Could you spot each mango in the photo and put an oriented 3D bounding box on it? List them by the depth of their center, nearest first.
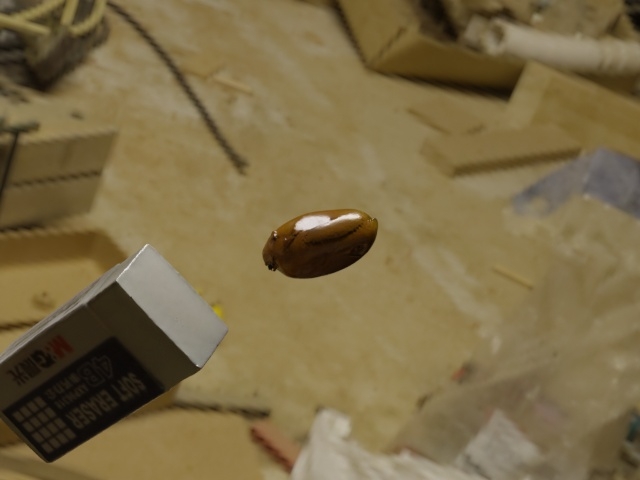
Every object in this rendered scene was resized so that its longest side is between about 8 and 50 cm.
[{"bbox_3d":[0.000,0.000,1.622,0.127,0.063,0.077,-16,33,0],"label":"mango"}]

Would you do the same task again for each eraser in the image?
[{"bbox_3d":[-0.226,0.120,1.573,0.124,0.279,0.081,48,41,-10],"label":"eraser"}]
